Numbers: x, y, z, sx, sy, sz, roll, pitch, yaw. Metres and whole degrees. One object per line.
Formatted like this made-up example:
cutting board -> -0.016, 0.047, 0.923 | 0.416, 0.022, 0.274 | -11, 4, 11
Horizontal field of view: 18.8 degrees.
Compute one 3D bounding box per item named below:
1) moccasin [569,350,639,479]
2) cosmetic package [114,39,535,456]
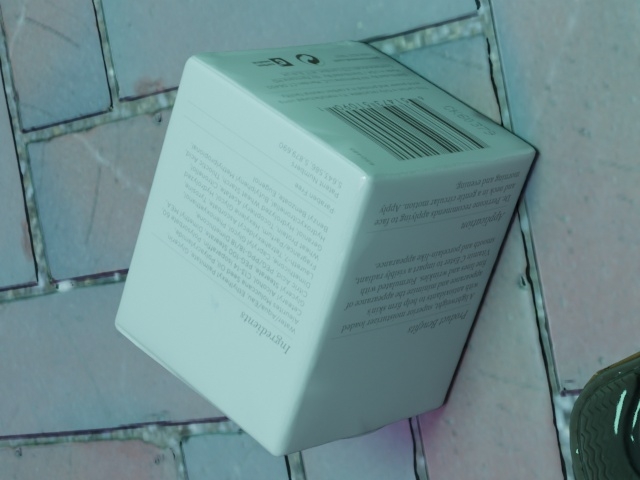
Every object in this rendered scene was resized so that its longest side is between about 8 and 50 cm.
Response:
moccasin -> 0.301, 0.063, 0.865 | 0.380, 0.147, 0.139 | -31, 60, 29
cosmetic package -> 0.000, 0.000, 1.121 | 0.151, 0.151, 0.183 | 36, 119, 33
